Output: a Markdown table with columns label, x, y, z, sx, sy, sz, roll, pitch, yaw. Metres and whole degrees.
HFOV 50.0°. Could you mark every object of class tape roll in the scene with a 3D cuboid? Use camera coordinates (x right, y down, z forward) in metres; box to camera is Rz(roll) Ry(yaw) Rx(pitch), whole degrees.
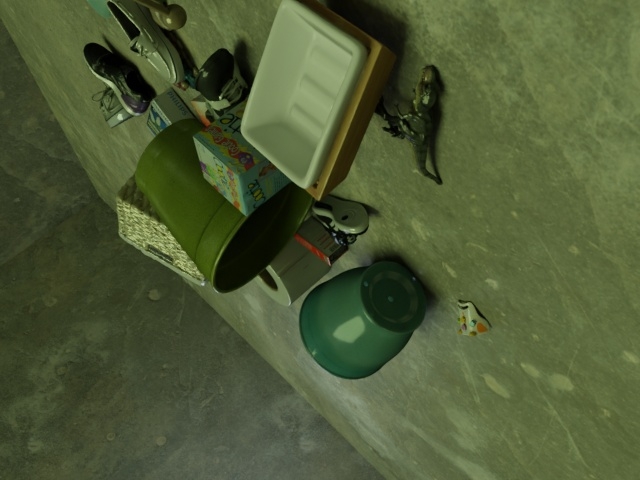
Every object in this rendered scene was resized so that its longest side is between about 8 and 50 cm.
| label | x | y | z | sx | sy | sz | roll | pitch | yaw |
| --- | --- | --- | --- | --- | --- | --- | --- | --- | --- |
| tape roll | -0.111 | 0.051 | 2.037 | 0.246 | 0.169 | 0.246 | 41 | 158 | 21 |

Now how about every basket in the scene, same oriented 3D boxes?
| label | x | y | z | sx | sy | sz | roll | pitch | yaw |
| --- | --- | --- | --- | --- | --- | --- | --- | --- | --- |
| basket | -0.391 | -0.103 | 2.040 | 0.328 | 0.331 | 0.266 | 31 | 155 | 7 |

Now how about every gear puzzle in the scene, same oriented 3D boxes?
| label | x | y | z | sx | sy | sz | roll | pitch | yaw |
| --- | --- | --- | --- | --- | --- | --- | --- | --- | --- |
| gear puzzle | -0.447 | -0.552 | 1.852 | 0.175 | 0.044 | 0.338 | 13 | 139 | 59 |

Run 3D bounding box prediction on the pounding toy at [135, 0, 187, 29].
| label | x | y | z | sx | sy | sz | roll | pitch | yaw |
| --- | --- | --- | --- | --- | --- | --- | --- | --- | --- |
| pounding toy | -0.323 | -0.583 | 1.431 | 0.183 | 0.110 | 0.236 | 26 | -129 | -63 |

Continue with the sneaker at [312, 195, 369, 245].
| label | x | y | z | sx | sy | sz | roll | pitch | yaw |
| --- | --- | --- | --- | --- | --- | --- | --- | --- | --- |
| sneaker | 0.072 | -0.032 | 1.660 | 0.217 | 0.079 | 0.121 | 34 | 159 | 57 |

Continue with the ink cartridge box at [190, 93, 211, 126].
| label | x | y | z | sx | sy | sz | roll | pitch | yaw |
| --- | --- | --- | --- | --- | --- | --- | --- | --- | --- |
| ink cartridge box | -0.272 | -0.327 | 1.891 | 0.179 | 0.045 | 0.145 | 26 | 149 | 53 |

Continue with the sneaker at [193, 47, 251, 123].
| label | x | y | z | sx | sy | sz | roll | pitch | yaw |
| --- | --- | --- | --- | --- | --- | --- | --- | --- | --- |
| sneaker | -0.203 | -0.336 | 1.635 | 0.146 | 0.122 | 0.330 | 40 | 171 | 9 |

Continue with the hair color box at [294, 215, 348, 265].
| label | x | y | z | sx | sy | sz | roll | pitch | yaw |
| --- | --- | --- | --- | --- | --- | --- | --- | --- | --- |
| hair color box | 0.000 | 0.000 | 1.857 | 0.141 | 0.072 | 0.043 | 37 | 157 | 32 |

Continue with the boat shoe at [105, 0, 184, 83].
| label | x | y | z | sx | sy | sz | roll | pitch | yaw |
| --- | --- | --- | --- | --- | --- | --- | --- | --- | --- |
| boat shoe | -0.456 | -0.519 | 1.776 | 0.096 | 0.088 | 0.267 | -4 | 121 | 50 |

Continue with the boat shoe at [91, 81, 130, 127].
| label | x | y | z | sx | sy | sz | roll | pitch | yaw |
| --- | --- | --- | --- | --- | --- | --- | --- | --- | --- |
| boat shoe | -0.737 | -0.500 | 2.455 | 0.156 | 0.136 | 0.367 | 60 | 167 | -19 |

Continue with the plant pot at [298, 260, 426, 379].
| label | x | y | z | sx | sy | sz | roll | pitch | yaw |
| --- | --- | --- | --- | --- | --- | --- | --- | --- | --- |
| plant pot | 0.118 | 0.179 | 1.684 | 0.271 | 0.272 | 0.255 | 49 | 146 | 3 |

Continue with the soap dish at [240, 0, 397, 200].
| label | x | y | z | sx | sy | sz | roll | pitch | yaw |
| --- | --- | --- | --- | --- | --- | --- | --- | --- | --- |
| soap dish | -0.007 | -0.252 | 1.186 | 0.229 | 0.118 | 0.290 | 43 | 126 | 31 |

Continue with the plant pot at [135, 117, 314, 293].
| label | x | y | z | sx | sy | sz | roll | pitch | yaw |
| --- | --- | --- | --- | --- | --- | --- | --- | --- | --- |
| plant pot | -0.264 | -0.116 | 1.735 | 0.353 | 0.366 | 0.366 | 39 | 158 | 16 |

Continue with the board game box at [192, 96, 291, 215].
| label | x | y | z | sx | sy | sz | roll | pitch | yaw |
| --- | --- | --- | --- | --- | --- | --- | --- | --- | --- |
| board game box | -0.101 | -0.208 | 1.405 | 0.142 | 0.275 | 0.144 | 41 | 158 | 22 |

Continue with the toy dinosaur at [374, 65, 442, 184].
| label | x | y | z | sx | sy | sz | roll | pitch | yaw |
| --- | --- | --- | --- | --- | --- | --- | --- | --- | --- |
| toy dinosaur | 0.156 | -0.198 | 1.206 | 0.118 | 0.064 | 0.268 | 31 | 157 | 27 |

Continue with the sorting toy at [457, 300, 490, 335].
| label | x | y | z | sx | sy | sz | roll | pitch | yaw |
| --- | --- | --- | --- | --- | --- | --- | --- | --- | --- |
| sorting toy | 0.329 | 0.171 | 1.533 | 0.083 | 0.045 | 0.075 | -1 | 107 | 65 |

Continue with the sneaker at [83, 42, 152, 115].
| label | x | y | z | sx | sy | sz | roll | pitch | yaw |
| --- | --- | --- | --- | --- | --- | --- | --- | --- | --- |
| sneaker | -0.651 | -0.552 | 2.240 | 0.283 | 0.107 | 0.124 | 48 | 145 | -6 |

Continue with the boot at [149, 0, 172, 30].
| label | x | y | z | sx | sy | sz | roll | pitch | yaw |
| --- | --- | --- | --- | --- | --- | --- | --- | --- | --- |
| boot | -0.406 | -0.590 | 1.707 | 0.118 | 0.042 | 0.087 | 46 | 160 | 13 |

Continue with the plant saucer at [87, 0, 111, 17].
| label | x | y | z | sx | sy | sz | roll | pitch | yaw |
| --- | --- | --- | --- | --- | --- | --- | --- | --- | --- |
| plant saucer | -0.649 | -0.734 | 1.965 | 0.195 | 0.037 | 0.195 | 42 | 158 | 22 |

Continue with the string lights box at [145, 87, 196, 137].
| label | x | y | z | sx | sy | sz | roll | pitch | yaw |
| --- | --- | --- | --- | --- | --- | --- | --- | --- | --- |
| string lights box | -0.478 | -0.372 | 2.189 | 0.133 | 0.077 | 0.260 | 52 | 159 | -3 |
